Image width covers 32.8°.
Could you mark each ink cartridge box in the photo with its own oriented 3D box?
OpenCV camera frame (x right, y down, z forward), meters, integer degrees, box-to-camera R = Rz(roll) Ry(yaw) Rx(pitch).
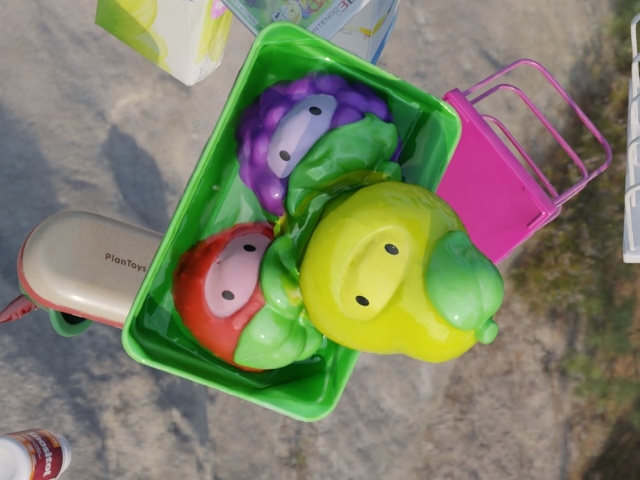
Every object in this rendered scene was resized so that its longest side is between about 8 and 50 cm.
[{"bbox_3d":[0.036,-0.413,1.801,0.171,0.232,0.168,22,62,8],"label":"ink cartridge box"}]

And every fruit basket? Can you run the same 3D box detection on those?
[{"bbox_3d":[0.000,0.000,1.078,0.283,0.392,0.392,24,63,-22],"label":"fruit basket"}]

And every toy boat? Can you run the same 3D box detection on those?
[{"bbox_3d":[-0.311,0.056,1.517,0.231,0.151,0.151,20,56,-26],"label":"toy boat"}]

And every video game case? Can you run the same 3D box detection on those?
[{"bbox_3d":[-0.039,-0.348,1.349,0.193,0.023,0.212,-44,102,2],"label":"video game case"}]

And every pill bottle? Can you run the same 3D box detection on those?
[{"bbox_3d":[-0.416,0.311,1.538,0.152,0.086,0.086,15,65,-76],"label":"pill bottle"}]

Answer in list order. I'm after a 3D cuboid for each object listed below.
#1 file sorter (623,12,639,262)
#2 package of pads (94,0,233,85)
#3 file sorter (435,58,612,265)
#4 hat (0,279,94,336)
[{"bbox_3d":[0.469,-0.134,1.324,0.173,0.193,0.277,62,34,-55],"label":"file sorter"},{"bbox_3d":[-0.244,-0.423,1.775,0.229,0.296,0.101,35,50,12],"label":"package of pads"},{"bbox_3d":[0.233,-0.085,1.519,0.182,0.290,0.202,-32,79,-33],"label":"file sorter"},{"bbox_3d":[-0.424,0.042,1.604,0.173,0.184,0.208,66,43,-62],"label":"hat"}]
